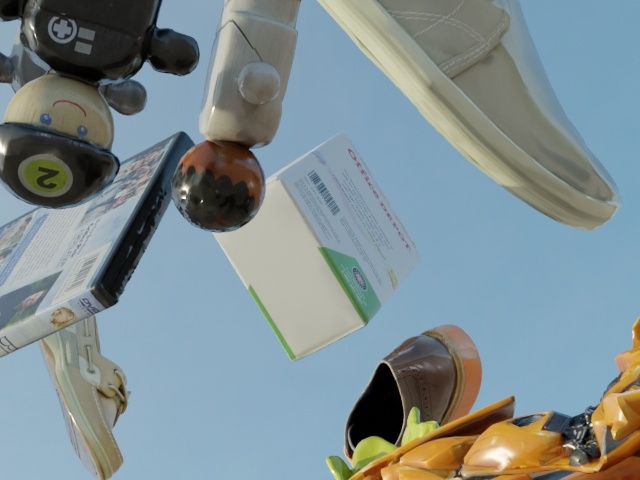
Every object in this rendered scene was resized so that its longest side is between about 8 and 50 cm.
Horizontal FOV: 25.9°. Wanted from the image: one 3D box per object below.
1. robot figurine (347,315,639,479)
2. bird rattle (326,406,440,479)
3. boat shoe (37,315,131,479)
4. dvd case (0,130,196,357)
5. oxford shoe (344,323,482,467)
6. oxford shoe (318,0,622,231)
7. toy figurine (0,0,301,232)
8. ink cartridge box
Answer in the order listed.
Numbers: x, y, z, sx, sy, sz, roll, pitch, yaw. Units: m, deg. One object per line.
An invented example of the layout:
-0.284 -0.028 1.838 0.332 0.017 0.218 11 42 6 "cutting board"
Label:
0.070 0.105 0.507 0.291 0.085 0.211 -28 3 21 "robot figurine"
0.133 0.280 1.347 0.143 0.253 0.207 -30 -4 34 "bird rattle"
-0.306 0.197 1.868 0.098 0.302 0.109 -16 -51 -15 "boat shoe"
-0.210 0.023 1.003 0.253 0.180 0.022 -24 -63 32 "dvd case"
0.073 0.256 1.681 0.133 0.130 0.363 -11 -50 -36 "oxford shoe"
0.069 -0.188 0.943 0.130 0.169 0.449 -40 -82 13 "oxford shoe"
-0.128 -0.085 0.696 0.209 0.213 0.148 21 -99 -60 "toy figurine"
0.000 0.000 1.724 0.117 0.201 0.278 -30 5 22 "ink cartridge box"
